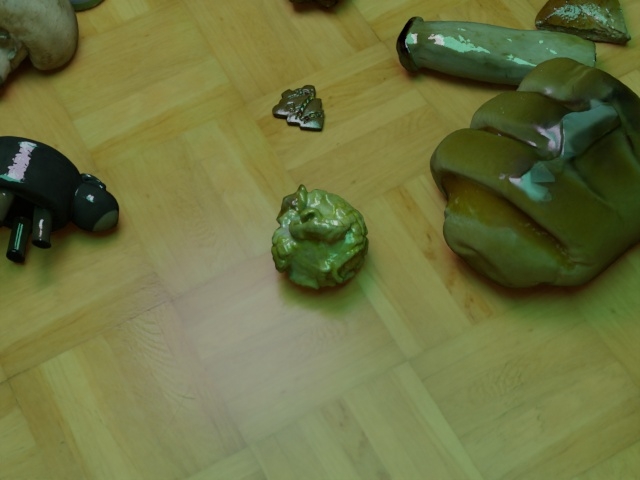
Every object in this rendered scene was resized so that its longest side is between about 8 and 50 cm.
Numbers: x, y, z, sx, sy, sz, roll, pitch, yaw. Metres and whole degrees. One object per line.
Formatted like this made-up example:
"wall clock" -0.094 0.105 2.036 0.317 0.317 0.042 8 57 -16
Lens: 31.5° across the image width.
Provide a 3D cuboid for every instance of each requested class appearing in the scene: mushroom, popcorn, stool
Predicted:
"mushroom" -0.519 -0.355 1.775 0.254 0.189 0.195 8 60 10
"popcorn" 0.000 0.000 1.611 0.136 0.162 0.141 19 85 -27
"mushroom" 0.275 -0.294 1.777 0.312 0.081 0.099 8 68 5
"stool" -0.412 -0.057 1.628 0.228 0.153 0.139 8 62 6

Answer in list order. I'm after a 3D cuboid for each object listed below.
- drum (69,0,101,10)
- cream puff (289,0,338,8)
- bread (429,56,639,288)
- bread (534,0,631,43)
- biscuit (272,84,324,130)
"drum" -0.430 -0.497 1.925 0.130 0.049 0.253 -18 63 -7
"cream puff" -0.008 -0.431 1.857 0.122 0.094 0.116 -20 64 -35
"bread" 0.323 -0.095 1.598 0.341 0.210 0.300 -32 63 -14
"bread" 0.436 -0.388 1.838 0.154 0.054 0.136 15 60 7
"biscuit" -0.028 -0.204 1.774 0.082 0.016 0.092 -32 64 -15
